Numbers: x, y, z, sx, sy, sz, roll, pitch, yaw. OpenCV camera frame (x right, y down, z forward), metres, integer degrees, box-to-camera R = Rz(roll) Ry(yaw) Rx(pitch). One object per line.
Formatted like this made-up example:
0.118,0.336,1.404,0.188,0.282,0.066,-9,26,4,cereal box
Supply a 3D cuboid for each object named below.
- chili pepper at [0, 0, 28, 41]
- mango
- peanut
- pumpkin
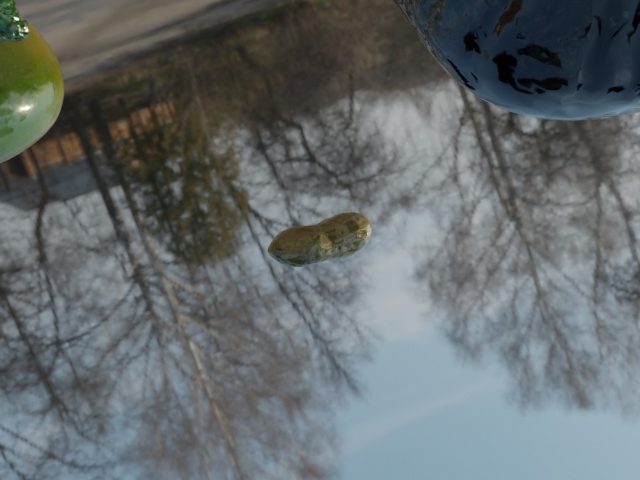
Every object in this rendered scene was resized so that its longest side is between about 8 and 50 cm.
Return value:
-0.200,-0.169,0.390,0.059,0.227,0.088,-12,-148,54,chili pepper
-0.305,-0.103,0.690,0.251,0.114,0.156,-18,-128,-34,mango
0.000,0.000,0.746,0.083,0.037,0.037,-9,-173,-15,peanut
0.150,-0.176,0.534,0.233,0.233,0.163,-21,166,-13,pumpkin
